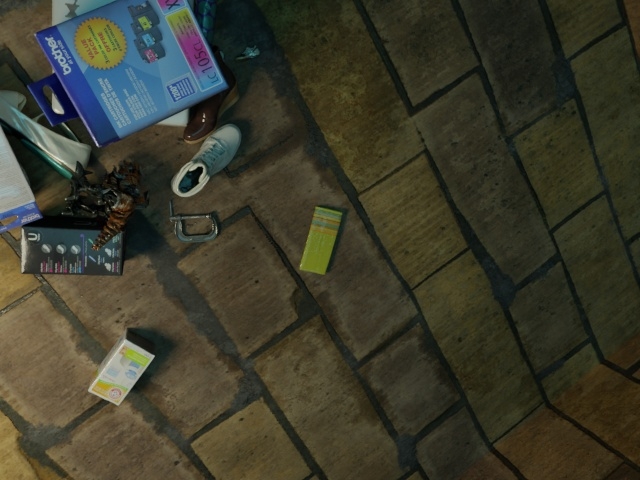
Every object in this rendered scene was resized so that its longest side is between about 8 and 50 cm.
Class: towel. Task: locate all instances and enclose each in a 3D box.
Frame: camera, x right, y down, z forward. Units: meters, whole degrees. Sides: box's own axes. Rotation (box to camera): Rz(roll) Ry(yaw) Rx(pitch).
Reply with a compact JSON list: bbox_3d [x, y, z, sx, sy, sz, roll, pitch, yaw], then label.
[{"bbox_3d":[0.000,0.000,1.880,0.102,0.021,0.238,13,99,-15],"label":"towel"}]

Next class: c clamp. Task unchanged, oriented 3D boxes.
[{"bbox_3d":[-0.416,-0.058,1.724,0.160,0.022,0.137,2,101,-18],"label":"c clamp"}]

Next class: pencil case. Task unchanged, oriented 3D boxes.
[{"bbox_3d":[-0.353,-0.665,1.585,0.070,0.064,0.152,0,102,-35],"label":"pencil case"}]

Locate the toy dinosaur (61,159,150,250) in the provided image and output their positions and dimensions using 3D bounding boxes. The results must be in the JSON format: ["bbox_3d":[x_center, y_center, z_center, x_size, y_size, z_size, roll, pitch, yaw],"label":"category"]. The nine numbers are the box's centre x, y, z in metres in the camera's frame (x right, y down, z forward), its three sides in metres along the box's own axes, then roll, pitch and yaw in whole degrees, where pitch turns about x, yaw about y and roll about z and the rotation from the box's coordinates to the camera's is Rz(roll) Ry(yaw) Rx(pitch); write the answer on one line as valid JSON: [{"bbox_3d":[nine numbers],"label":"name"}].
[{"bbox_3d":[-0.604,-0.120,1.507,0.218,0.322,0.164,18,117,-22],"label":"toy dinosaur"}]

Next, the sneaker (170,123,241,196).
[{"bbox_3d":[-0.342,-0.244,1.629,0.108,0.169,0.293,43,85,-20],"label":"sneaker"}]

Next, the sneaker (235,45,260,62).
[{"bbox_3d":[-0.234,-0.591,1.664,0.083,0.032,0.037,-24,95,-17],"label":"sneaker"}]

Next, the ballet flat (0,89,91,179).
[{"bbox_3d":[-0.832,-0.332,1.480,0.400,0.139,0.139,38,89,-26],"label":"ballet flat"}]

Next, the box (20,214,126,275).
[{"bbox_3d":[-0.722,0.014,1.559,0.270,0.165,0.144,2,103,-19],"label":"box"}]

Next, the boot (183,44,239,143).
[{"bbox_3d":[-0.356,-0.433,1.573,0.248,0.090,0.207,-51,153,-14],"label":"boot"}]

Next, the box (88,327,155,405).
[{"bbox_3d":[-0.643,0.410,1.709,0.114,0.103,0.203,37,89,-22],"label":"box"}]

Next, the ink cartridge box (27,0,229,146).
[{"bbox_3d":[-0.453,-0.394,1.219,0.395,0.151,0.270,-28,109,-9],"label":"ink cartridge box"}]

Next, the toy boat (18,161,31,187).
[{"bbox_3d":[-0.969,-0.116,1.457,0.267,0.148,0.319,25,93,-22],"label":"toy boat"}]

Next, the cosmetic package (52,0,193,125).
[{"bbox_3d":[-0.524,-0.521,1.419,0.329,0.327,0.394,1,101,-19],"label":"cosmetic package"}]

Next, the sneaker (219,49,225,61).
[{"bbox_3d":[-0.336,-0.528,1.625,0.052,0.058,0.135,34,89,-22],"label":"sneaker"}]

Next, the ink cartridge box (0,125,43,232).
[{"bbox_3d":[-0.887,-0.172,1.378,0.185,0.065,0.311,-26,115,-25],"label":"ink cartridge box"}]
